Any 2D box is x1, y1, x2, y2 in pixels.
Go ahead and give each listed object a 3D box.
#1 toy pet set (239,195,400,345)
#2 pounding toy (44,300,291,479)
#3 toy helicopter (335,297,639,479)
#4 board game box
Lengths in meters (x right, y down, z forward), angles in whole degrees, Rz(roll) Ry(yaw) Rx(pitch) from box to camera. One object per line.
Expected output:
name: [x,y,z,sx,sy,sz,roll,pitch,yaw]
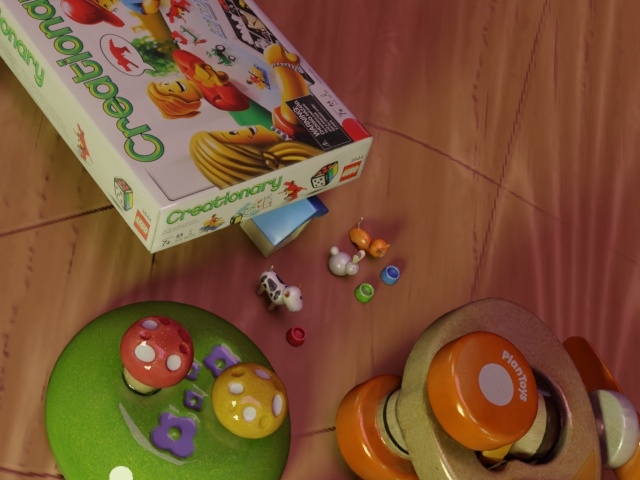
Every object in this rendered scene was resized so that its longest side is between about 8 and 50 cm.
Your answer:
toy pet set: [0.000,0.000,1.355,0.122,0.065,0.114,-33,80,-36]
pounding toy: [-0.083,0.131,1.213,0.183,0.110,0.237,-6,65,-28]
toy helicopter: [0.187,0.206,1.313,0.235,0.140,0.355,-24,85,-43]
board game box: [-0.126,-0.137,1.338,0.193,0.053,0.305,-21,58,-33]
